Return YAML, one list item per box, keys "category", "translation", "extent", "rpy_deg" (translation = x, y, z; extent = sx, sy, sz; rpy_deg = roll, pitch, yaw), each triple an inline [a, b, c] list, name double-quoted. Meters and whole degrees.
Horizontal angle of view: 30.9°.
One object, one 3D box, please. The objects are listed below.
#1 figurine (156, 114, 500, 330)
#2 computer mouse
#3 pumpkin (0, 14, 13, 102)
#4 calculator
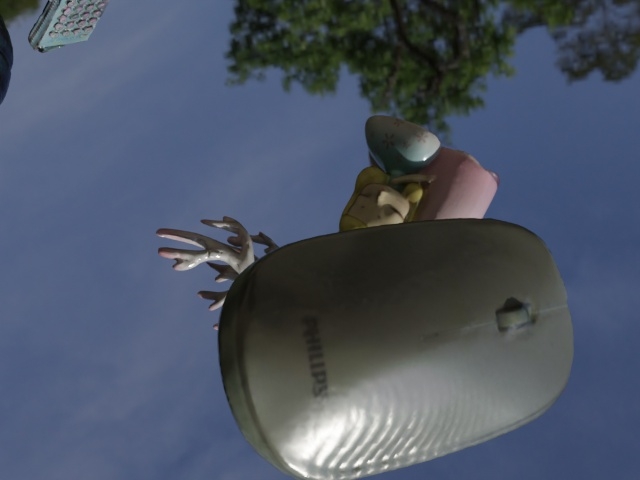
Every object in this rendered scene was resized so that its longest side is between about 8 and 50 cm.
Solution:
- category: "figurine"
  translation: [0.004, 0.008, 1.322]
  extent: [0.284, 0.206, 0.316]
  rpy_deg: [30, -108, 15]
- category: "computer mouse"
  translation: [0.073, 0.082, 0.949]
  extent: [0.330, 0.197, 0.095]
  rpy_deg: [-11, 177, -25]
- category: "pumpkin"
  translation: [-0.375, -0.162, 1.021]
  extent: [0.201, 0.140, 0.202]
  rpy_deg: [11, -120, -21]
- category: "calculator"
  translation: [-0.184, -0.195, 0.901]
  extent: [0.057, 0.018, 0.172]
  rpy_deg: [-19, 170, -33]
